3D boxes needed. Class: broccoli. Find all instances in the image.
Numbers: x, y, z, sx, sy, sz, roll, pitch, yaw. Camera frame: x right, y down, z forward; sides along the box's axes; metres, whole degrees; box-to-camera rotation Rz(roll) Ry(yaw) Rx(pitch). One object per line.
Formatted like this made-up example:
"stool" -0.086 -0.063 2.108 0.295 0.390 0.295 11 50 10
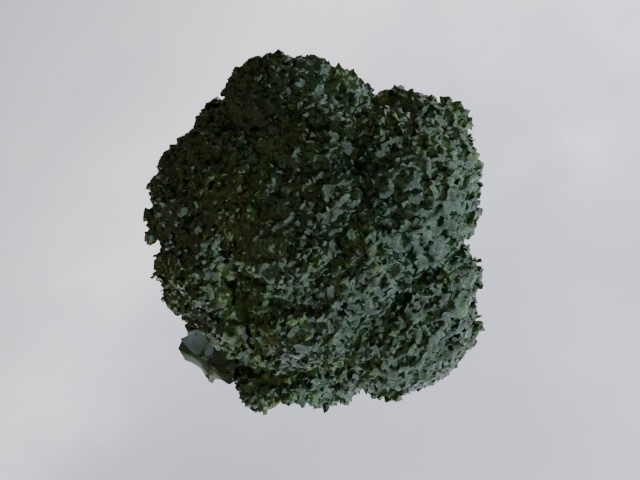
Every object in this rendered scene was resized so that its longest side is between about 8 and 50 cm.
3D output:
"broccoli" 0.000 0.000 0.888 0.195 0.195 0.156 -53 163 10
